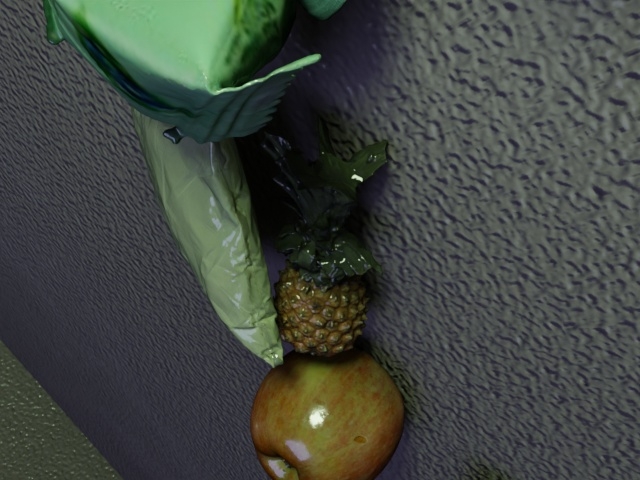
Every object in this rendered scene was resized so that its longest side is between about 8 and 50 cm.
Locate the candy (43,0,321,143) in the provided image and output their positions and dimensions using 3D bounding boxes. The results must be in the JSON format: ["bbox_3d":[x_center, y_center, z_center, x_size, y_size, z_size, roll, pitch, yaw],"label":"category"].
[{"bbox_3d":[-0.131,-0.264,0.593,0.263,0.172,0.398,-175,69,-72],"label":"candy"}]

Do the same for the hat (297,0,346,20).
[{"bbox_3d":[-0.007,-0.262,0.612,0.138,0.078,0.191,-6,112,61],"label":"hat"}]

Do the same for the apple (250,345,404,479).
[{"bbox_3d":[0.005,0.224,1.041,0.188,0.174,0.188,27,140,25],"label":"apple"}]

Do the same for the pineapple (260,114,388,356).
[{"bbox_3d":[0.000,0.000,0.867,0.277,0.119,0.130,94,168,-48],"label":"pineapple"}]

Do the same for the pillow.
[{"bbox_3d":[-0.134,-0.034,0.917,0.281,0.076,0.274,43,150,52],"label":"pillow"}]
